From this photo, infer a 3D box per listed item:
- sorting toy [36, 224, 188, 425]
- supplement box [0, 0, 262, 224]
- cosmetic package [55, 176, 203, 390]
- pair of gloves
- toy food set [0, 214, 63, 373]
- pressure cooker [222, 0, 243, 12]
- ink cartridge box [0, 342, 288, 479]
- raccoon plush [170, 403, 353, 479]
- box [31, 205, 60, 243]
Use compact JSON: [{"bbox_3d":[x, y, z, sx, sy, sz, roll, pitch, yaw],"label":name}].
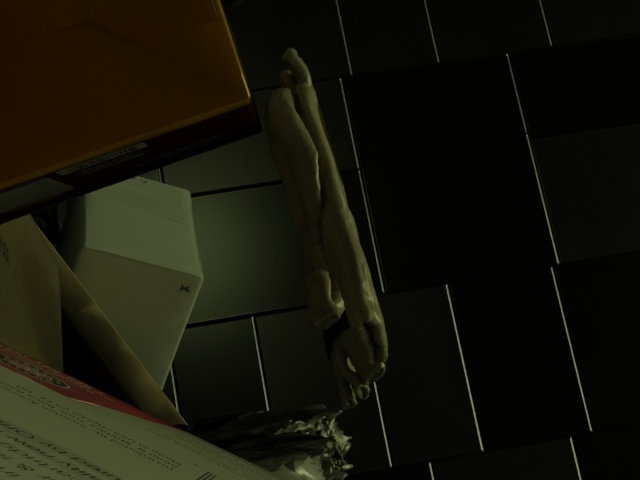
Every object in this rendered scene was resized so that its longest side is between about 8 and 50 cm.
[{"bbox_3d":[-0.215,0.131,1.177,0.257,0.089,0.255,51,-15,12],"label":"sorting toy"},{"bbox_3d":[-0.144,-0.099,0.748,0.194,0.191,0.129,146,-76,-89],"label":"supplement box"},{"bbox_3d":[-0.234,0.069,1.463,0.225,0.138,0.224,-112,-140,-62],"label":"cosmetic package"},{"bbox_3d":[0.000,0.000,0.876,0.240,0.042,0.204,83,-8,-72],"label":"pair of gloves"},{"bbox_3d":[-0.255,0.018,0.875,0.306,0.092,0.220,-109,180,-52],"label":"toy food set"},{"bbox_3d":[-0.169,-0.346,0.938,0.376,0.369,0.420,61,-12,14],"label":"pressure cooker"},{"bbox_3d":[-0.088,0.113,0.358,0.117,0.207,0.283,-65,174,-1],"label":"ink cartridge box"},{"bbox_3d":[-0.068,0.279,0.859,0.446,0.216,0.299,47,34,-87],"label":"raccoon plush"},{"bbox_3d":[-0.339,-0.187,1.385,0.295,0.073,0.293,92,-12,-59],"label":"box"}]
